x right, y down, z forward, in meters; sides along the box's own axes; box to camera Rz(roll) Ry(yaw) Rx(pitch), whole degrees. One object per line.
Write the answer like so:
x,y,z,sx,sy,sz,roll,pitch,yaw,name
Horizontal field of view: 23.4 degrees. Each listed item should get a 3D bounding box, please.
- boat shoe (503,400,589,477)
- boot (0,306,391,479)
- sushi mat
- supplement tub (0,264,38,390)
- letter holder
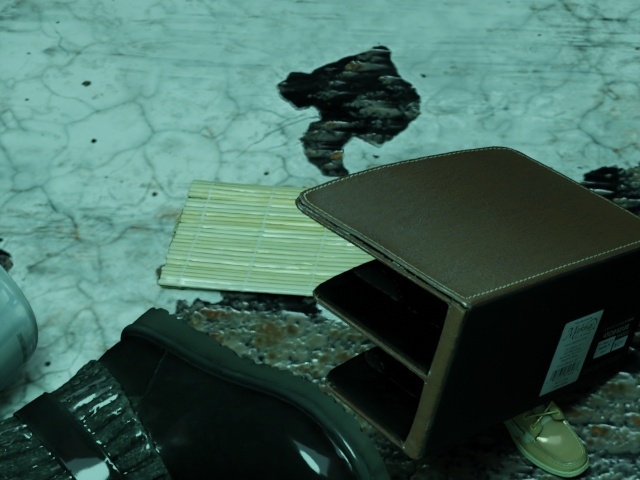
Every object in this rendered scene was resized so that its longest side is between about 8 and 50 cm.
0.191,0.158,1.397,0.050,0.045,0.135,-31,52,-20,boat shoe
-0.135,0.214,1.322,0.348,0.131,0.260,23,47,38,boot
0.000,0.000,1.580,0.316,0.019,0.151,4,50,10,sushi mat
-0.422,0.137,1.387,0.193,0.193,0.316,24,56,25,supplement tub
0.124,0.037,1.367,0.214,0.152,0.302,34,33,33,letter holder
